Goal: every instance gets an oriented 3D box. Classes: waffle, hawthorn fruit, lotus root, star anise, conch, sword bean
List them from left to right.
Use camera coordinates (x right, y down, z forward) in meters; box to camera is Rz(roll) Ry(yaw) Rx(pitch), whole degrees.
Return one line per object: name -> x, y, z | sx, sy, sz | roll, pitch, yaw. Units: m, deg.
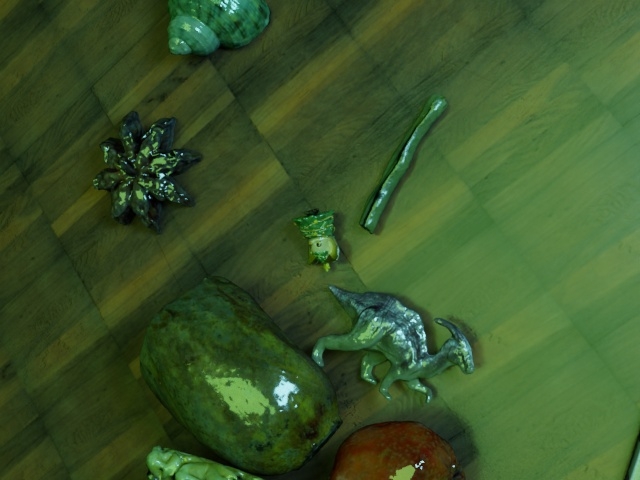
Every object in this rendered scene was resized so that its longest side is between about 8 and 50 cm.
star anise -> -0.361, -0.139, 1.445 | 0.223, 0.109, 0.236 | -40, 75, 19
conch -> -0.210, -0.427, 1.397 | 0.188, 0.122, 0.176 | -41, 97, 18
waffle -> -0.146, 0.428, 1.235 | 0.317, 0.297, 0.073 | 17, 69, 16
lotus root -> -0.127, 0.244, 1.249 | 0.346, 0.250, 0.250 | 36, 99, 20
hawthorn fruit -> 0.103, 0.394, 1.178 | 0.253, 0.205, 0.205 | -13, 81, 28
sword bean -> 0.141, -0.136, 1.280 | 0.043, 0.038, 0.269 | 33, 97, 26

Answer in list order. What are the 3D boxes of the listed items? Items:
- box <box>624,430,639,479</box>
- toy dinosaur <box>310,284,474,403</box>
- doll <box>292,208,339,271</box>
box -> 0.494, 0.320, 1.101 | 0.041, 0.050, 0.207 | 18, 93, 20
toy dinosaur -> 0.116, 0.179, 1.247 | 0.294, 0.077, 0.162 | 23, 94, 17
doll -> 0.005, -0.007, 1.323 | 0.078, 0.076, 0.113 | -10, 113, 45
